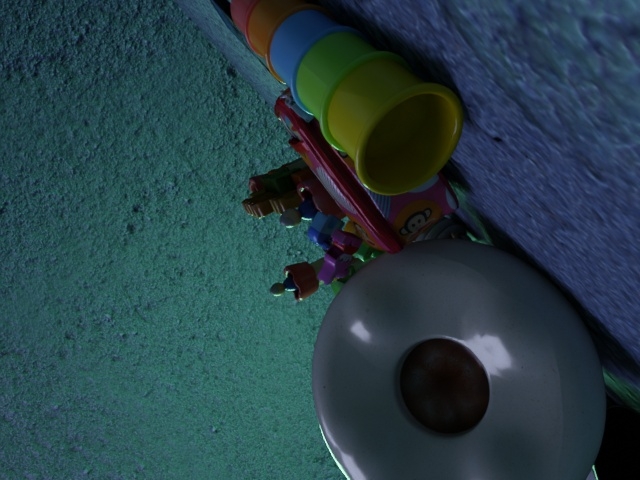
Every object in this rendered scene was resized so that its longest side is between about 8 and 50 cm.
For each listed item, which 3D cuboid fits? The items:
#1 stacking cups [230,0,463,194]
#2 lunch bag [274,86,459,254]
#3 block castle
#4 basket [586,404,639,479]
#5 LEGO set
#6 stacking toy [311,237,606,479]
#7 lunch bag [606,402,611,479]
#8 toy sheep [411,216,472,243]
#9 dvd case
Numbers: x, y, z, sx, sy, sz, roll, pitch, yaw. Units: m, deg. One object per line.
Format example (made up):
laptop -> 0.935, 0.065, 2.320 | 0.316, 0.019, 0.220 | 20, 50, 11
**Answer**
stacking cups -> 0.004, -0.170, 0.545 | 0.096, 0.096, 0.316 | 44, -171, -48
lunch bag -> 0.034, -0.125, 0.740 | 0.258, 0.120, 0.293 | 52, -177, -11
block castle -> 0.000, 0.000, 1.125 | 0.303, 0.212, 0.453 | 69, 165, -13
basket -> 0.355, 0.333, 0.849 | 0.204, 0.154, 0.227 | 40, 146, -13
LEGO set -> 0.037, 0.026, 0.842 | 0.087, 0.093, 0.227 | 35, -168, 30
stacking toy -> 0.237, 0.184, 0.874 | 0.350, 0.350, 0.480 | 49, -162, 22
lunch bag -> 0.519, 0.389, 0.955 | 0.221, 0.138, 0.293 | 42, -165, -40
toy sheep -> 0.178, 0.006, 0.872 | 0.132, 0.091, 0.091 | 42, 179, 36
dvd case -> -0.133, -0.405, 1.238 | 0.253, 0.022, 0.180 | 48, -178, 9
